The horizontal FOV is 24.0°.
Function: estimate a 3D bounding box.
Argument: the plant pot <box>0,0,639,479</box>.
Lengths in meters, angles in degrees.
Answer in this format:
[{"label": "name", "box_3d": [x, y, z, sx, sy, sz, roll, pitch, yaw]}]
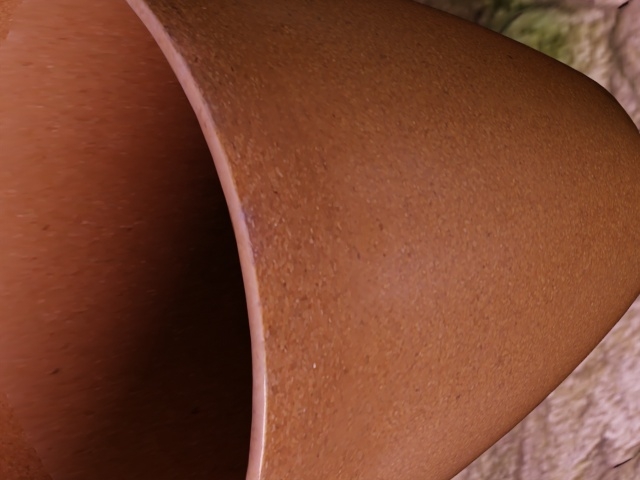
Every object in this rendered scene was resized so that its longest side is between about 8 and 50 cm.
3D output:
[{"label": "plant pot", "box_3d": [0.000, 0.000, 0.553, 0.254, 0.237, 0.237, -12, 133, -41]}]
